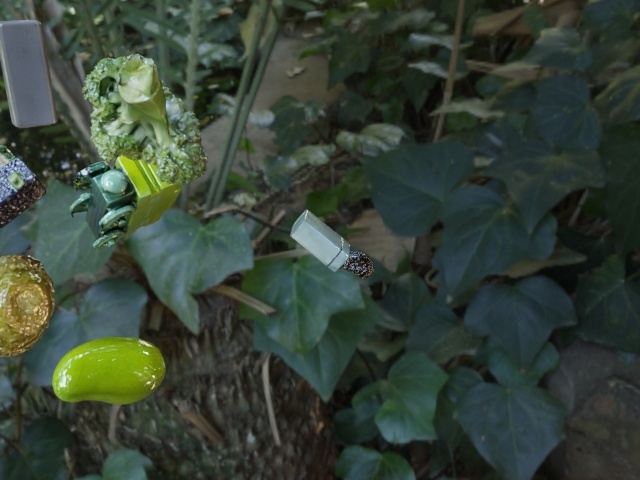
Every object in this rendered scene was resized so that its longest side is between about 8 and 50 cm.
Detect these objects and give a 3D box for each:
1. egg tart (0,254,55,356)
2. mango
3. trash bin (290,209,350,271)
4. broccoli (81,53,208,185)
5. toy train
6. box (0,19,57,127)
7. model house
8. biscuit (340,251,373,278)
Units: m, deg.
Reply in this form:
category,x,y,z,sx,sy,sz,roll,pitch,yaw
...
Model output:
category,x,y,z,sx,sy,sz,roll,pitch,yaw
egg tart,-0.852,0.185,1.979,0.116,0.295,0.295,5,35,35
mango,-0.532,0.332,1.786,0.293,0.175,0.143,0,-15,-41
trash bin,0.000,0.000,1.595,0.059,0.130,0.116,-48,10,14
broccoli,-0.321,-0.200,1.262,0.186,0.254,0.302,-34,26,-1
toy train,-0.543,-0.123,1.987,0.272,0.179,0.442,-29,-3,-26
box,-0.695,-0.394,1.669,0.103,0.244,0.055,-13,22,-28
model house,-0.809,-0.124,1.746,0.194,0.170,0.211,-41,24,-16
biscuit,0.095,0.067,1.876,0.089,0.087,0.027,-25,22,25
